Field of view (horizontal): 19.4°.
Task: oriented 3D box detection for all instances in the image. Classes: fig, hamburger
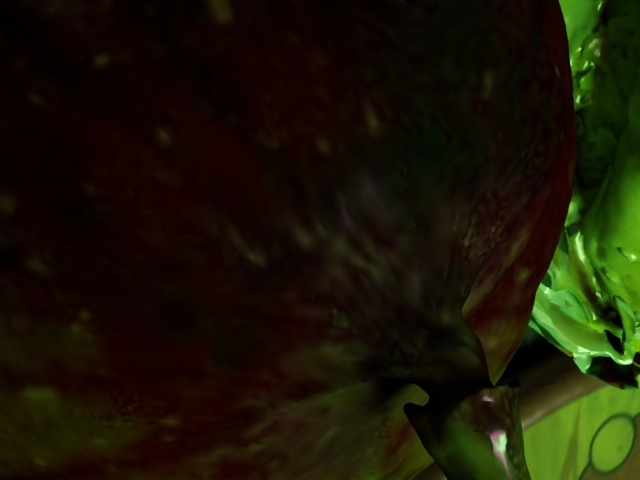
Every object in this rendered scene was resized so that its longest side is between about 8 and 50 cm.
[{"bbox_3d":[-0.015,-0.009,0.436,0.186,0.249,0.204,29,92,-27],"label":"fig"},{"bbox_3d":[0.116,-0.074,0.581,0.214,0.125,0.235,-51,151,-35],"label":"hamburger"}]

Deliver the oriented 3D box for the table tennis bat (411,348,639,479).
[{"bbox_3d":[0.147,0.144,0.795,0.414,0.051,0.268,-18,122,-30],"label":"table tennis bat"}]
